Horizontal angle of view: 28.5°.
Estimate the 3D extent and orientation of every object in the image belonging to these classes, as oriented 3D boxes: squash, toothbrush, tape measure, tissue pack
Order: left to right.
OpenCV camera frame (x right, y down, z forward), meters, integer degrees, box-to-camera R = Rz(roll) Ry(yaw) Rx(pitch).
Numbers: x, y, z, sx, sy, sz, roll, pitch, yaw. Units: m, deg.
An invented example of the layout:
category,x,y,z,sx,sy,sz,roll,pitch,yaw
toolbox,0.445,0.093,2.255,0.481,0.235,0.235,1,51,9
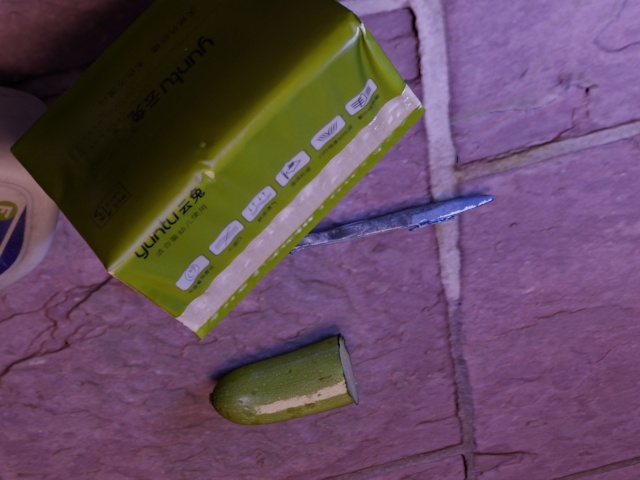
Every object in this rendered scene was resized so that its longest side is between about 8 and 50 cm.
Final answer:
category,x,y,z,sx,sy,sz,roll,pitch,yaw
tape measure,-0.378,-0.040,1.169,0.265,0.130,0.258,4,140,-33
tissue pack,-0.087,-0.093,1.063,0.274,0.200,0.167,-46,141,0
squash,-0.050,0.191,1.628,0.188,0.095,0.095,-16,144,7
toothbrush,0.000,0.000,1.436,0.413,0.042,0.035,-13,180,-5
